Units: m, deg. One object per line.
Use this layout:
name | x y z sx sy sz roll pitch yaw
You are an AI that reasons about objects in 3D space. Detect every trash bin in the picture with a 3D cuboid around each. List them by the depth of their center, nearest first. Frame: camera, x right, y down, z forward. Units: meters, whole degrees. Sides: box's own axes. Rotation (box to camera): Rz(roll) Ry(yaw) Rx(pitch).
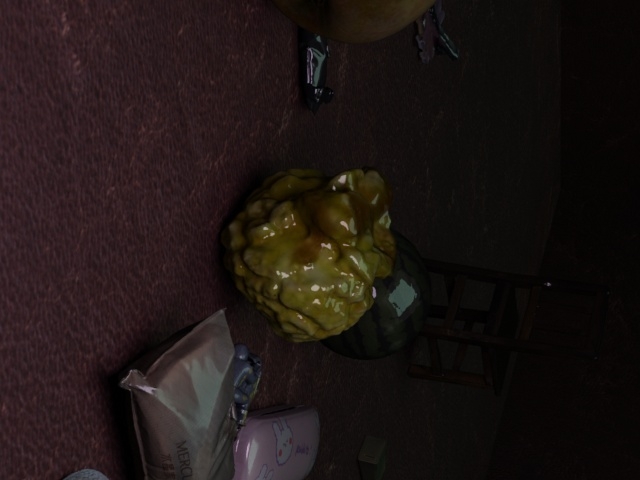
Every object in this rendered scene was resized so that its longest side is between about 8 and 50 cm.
trash bin | 0.104 0.446 2.232 0.092 0.043 0.061 85 23 -45

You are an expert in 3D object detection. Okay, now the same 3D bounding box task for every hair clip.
hair clip | 0.225 -0.418 2.186 0.187 0.056 0.146 50 52 -54

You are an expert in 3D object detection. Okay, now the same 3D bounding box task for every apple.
apple | 0.046 -0.373 1.362 0.234 0.257 0.257 -56 152 -24

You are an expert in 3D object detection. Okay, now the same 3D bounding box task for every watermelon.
watermelon | 0.069 0.080 1.704 0.212 0.212 0.212 9 90 -71

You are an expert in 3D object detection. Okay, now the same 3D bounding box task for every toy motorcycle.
toy motorcycle | -0.115 0.197 1.444 0.193 0.061 0.124 -54 154 -64

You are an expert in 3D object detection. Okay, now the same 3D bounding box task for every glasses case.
glasses case | -0.067 0.302 1.611 0.297 0.075 0.113 10 87 -72

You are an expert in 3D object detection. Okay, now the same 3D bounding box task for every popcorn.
popcorn | 0.000 0.000 1.428 0.251 0.206 0.237 -45 -168 -5

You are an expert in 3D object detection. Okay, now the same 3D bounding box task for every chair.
chair | 0.395 0.198 2.377 0.240 0.416 0.203 72 33 -52

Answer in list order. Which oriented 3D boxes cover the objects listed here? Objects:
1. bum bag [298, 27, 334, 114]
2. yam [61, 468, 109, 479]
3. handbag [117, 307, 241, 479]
bum bag | -0.002 -0.272 1.579 0.087 0.049 0.197 -54 147 -62
yam | -0.236 0.321 1.149 0.068 0.068 0.169 -55 148 -52
handbag | -0.153 0.212 1.262 0.182 0.117 0.270 -39 137 -44
